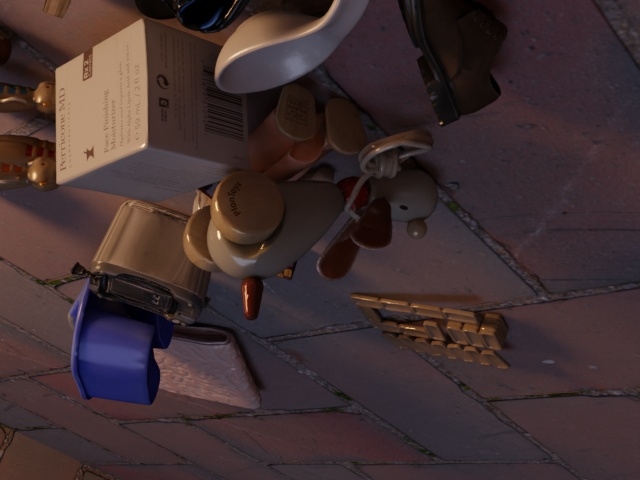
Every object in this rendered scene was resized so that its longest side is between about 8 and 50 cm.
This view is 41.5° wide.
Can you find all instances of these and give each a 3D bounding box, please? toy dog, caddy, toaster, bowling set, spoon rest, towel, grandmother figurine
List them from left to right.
[{"bbox_3d":[-0.373,-0.170,1.085,0.154,0.200,0.287,0,-164,-12],"label":"bowling set"},{"bbox_3d":[-0.379,0.165,1.571,0.179,0.241,0.341,11,150,-3],"label":"caddy"},{"bbox_3d":[-0.276,0.032,1.382,0.226,0.147,0.129,19,150,-6],"label":"toaster"},{"bbox_3d":[-0.306,0.268,1.893,0.316,0.053,0.332,9,149,15],"label":"towel"},{"bbox_3d":[-0.087,-0.086,1.132,0.207,0.104,0.342,21,150,-20],"label":"grandmother figurine"},{"bbox_3d":[-0.021,-0.222,0.866,0.137,0.084,0.276,-14,163,-31],"label":"spoon rest"},{"bbox_3d":[0.000,0.000,1.030,0.333,0.161,0.220,-13,168,-3],"label":"toy dog"}]

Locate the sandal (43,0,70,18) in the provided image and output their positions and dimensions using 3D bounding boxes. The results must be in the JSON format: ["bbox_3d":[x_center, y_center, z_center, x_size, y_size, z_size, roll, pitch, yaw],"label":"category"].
[{"bbox_3d":[-0.227,-0.299,0.882,0.079,0.088,0.240,14,160,-24],"label":"sandal"}]

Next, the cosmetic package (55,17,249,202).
[{"bbox_3d":[-0.200,-0.144,0.998,0.183,0.151,0.151,-14,164,40],"label":"cosmetic package"}]

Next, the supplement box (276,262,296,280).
[{"bbox_3d":[-0.081,0.026,1.378,0.083,0.043,0.055,14,150,3],"label":"supplement box"}]

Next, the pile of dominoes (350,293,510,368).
[{"bbox_3d":[0.199,0.147,1.472,0.251,0.040,0.196,7,151,32],"label":"pile of dominoes"}]

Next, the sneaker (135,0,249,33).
[{"bbox_3d":[-0.138,-0.253,0.856,0.216,0.121,0.079,-15,137,43],"label":"sneaker"}]

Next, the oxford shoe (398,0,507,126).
[{"bbox_3d":[0.131,-0.221,0.841,0.096,0.083,0.227,-18,139,12],"label":"oxford shoe"}]
